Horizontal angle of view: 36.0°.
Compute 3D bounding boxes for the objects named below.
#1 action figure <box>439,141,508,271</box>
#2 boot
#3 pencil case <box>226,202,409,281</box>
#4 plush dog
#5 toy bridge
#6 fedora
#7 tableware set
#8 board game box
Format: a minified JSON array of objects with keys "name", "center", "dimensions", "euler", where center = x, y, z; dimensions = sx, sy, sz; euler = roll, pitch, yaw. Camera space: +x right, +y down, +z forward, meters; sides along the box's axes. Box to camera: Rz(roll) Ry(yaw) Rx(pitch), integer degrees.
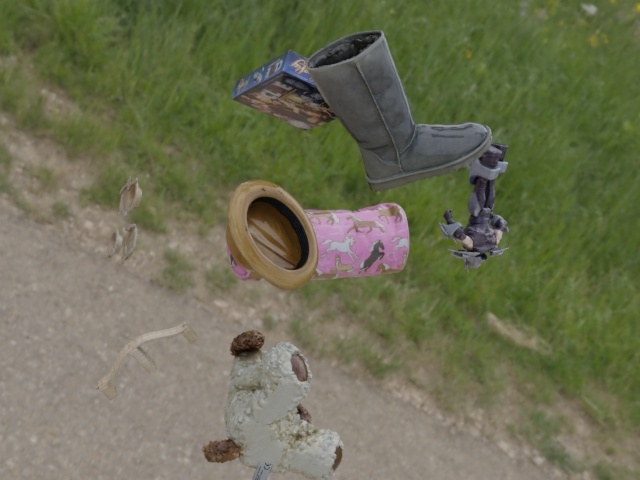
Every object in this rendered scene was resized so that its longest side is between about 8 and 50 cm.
[{"name":"action figure","center":[0.342,-0.067,2.110],"dimensions":[0.099,0.284,0.185],"euler":[18,17,37]},{"name":"boot","center":[0.102,-0.172,1.228],"dimensions":[0.076,0.190,0.208],"euler":[-105,172,-59]},{"name":"pencil case","center":[0.000,0.000,2.102],"dimensions":[0.386,0.167,0.160],"euler":[-1,6,-22]},{"name":"plush dog","center":[-0.095,0.280,1.672],"dimensions":[0.225,0.211,0.262],"euler":[-102,170,-67]},{"name":"toy bridge","center":[-0.299,0.194,1.642],"dimensions":[0.063,0.188,0.026],"euler":[54,2,-34]},{"name":"fedora","center":[-0.091,-0.001,1.588],"dimensions":[0.194,0.079,0.194],"euler":[23,55,-38]},{"name":"tableware set","center":[-0.349,-0.036,1.755],"dimensions":[0.020,0.141,0.168],"euler":[12,78,-26]},{"name":"board game box","center":[-0.041,-0.265,1.776],"dimensions":[0.165,0.042,0.243],"euler":[21,-12,-23]}]
